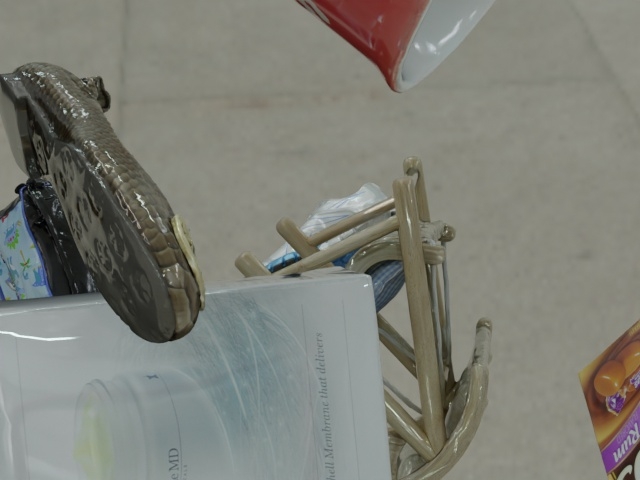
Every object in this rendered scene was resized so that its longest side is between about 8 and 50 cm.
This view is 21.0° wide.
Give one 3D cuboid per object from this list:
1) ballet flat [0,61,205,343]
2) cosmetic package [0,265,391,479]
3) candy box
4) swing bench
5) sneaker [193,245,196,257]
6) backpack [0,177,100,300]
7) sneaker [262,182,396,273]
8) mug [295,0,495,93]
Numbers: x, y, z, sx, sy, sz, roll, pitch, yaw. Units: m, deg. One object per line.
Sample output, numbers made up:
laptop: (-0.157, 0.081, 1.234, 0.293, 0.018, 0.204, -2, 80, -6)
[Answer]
ballet flat: (-0.104, -0.029, 0.864, 0.058, 0.084, 0.250, -15, 30, -20)
cosmetic package: (-0.078, 0.138, 0.989, 0.224, 0.224, 0.138, -6, 2, -6)
candy box: (0.247, 0.131, 1.183, 0.053, 0.109, 0.187, 27, 31, -27)
swing bench: (0.066, 0.078, 1.550, 0.165, 0.255, 0.253, -25, 4, 8)
sneaker: (-0.182, 0.133, 1.749, 0.109, 0.130, 0.286, 5, 47, 32)
backpack: (-0.170, 0.024, 1.195, 0.105, 0.084, 0.114, -1, 61, -42)
sneaker: (0.000, 0.000, 1.935, 0.190, 0.071, 0.083, -29, 47, 3)
mug: (-0.012, -0.134, 0.522, 0.169, 0.150, 0.113, 36, 83, 7)
